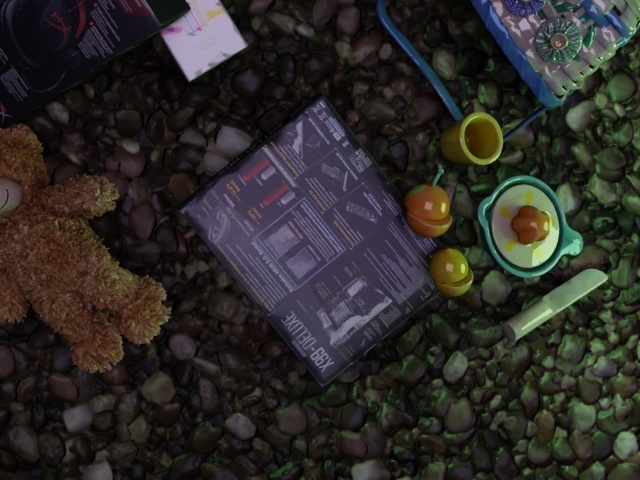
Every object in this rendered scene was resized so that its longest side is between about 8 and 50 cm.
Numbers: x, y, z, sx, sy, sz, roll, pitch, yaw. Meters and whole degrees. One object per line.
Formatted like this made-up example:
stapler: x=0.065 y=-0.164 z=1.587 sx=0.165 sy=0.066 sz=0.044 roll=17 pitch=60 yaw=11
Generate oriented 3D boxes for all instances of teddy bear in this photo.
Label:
teddy bear: x=-0.341 y=0.019 z=1.852 sx=0.245 sy=0.113 sz=0.338 roll=-15 pitch=107 yaw=31

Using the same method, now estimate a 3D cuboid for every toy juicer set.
toy juicer set: x=0.244 y=0.010 z=1.908 sx=0.329 sy=0.089 sz=0.209 roll=47 pitch=65 yaw=-18

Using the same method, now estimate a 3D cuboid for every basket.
basket: x=0.245 y=-0.285 z=1.887 sx=0.289 sy=0.201 sz=0.255 roll=-33 pitch=102 yaw=33

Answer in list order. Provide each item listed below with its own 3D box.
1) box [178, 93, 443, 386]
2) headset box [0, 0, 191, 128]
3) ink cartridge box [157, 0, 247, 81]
box: x=0.000 y=0.000 z=1.933 sx=0.242 sy=0.076 sz=0.307 roll=-40 pitch=99 yaw=-2
headset box: x=-0.319 y=-0.306 z=1.788 sx=0.293 sy=0.110 sz=0.218 roll=-29 pitch=99 yaw=24
ink cartridge box: x=-0.169 y=-0.286 z=1.876 sx=0.090 sy=0.092 sz=0.143 roll=-32 pitch=97 yaw=-2
